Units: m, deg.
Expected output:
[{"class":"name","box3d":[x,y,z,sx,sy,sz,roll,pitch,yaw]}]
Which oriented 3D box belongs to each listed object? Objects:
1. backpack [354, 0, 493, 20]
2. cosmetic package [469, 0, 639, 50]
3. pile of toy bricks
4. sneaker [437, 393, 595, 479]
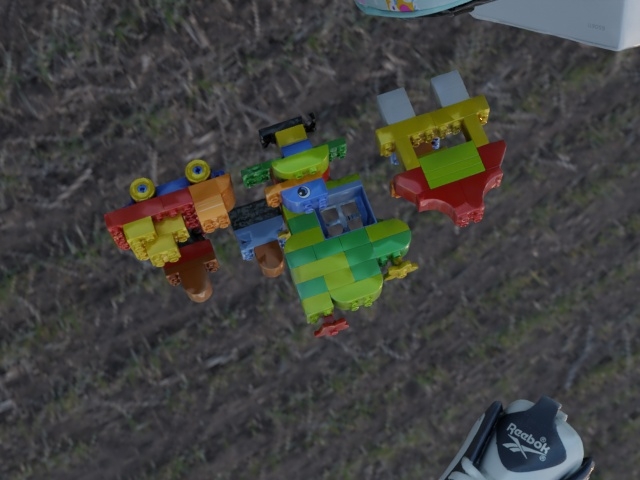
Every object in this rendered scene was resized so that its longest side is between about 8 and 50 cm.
[{"class":"backpack","box3d":[0.076,-0.184,0.494,0.188,0.166,0.144,-38,117,-2]},{"class":"cosmetic package","box3d":[0.236,-0.268,0.806,0.225,0.138,0.224,-19,122,-40]},{"class":"pile of toy bricks","box3d":[0.000,0.000,0.635,0.212,0.105,0.118,-19,161,-4]},{"class":"sneaker","box3d":[0.116,0.181,0.799,0.235,0.094,0.153,-11,129,-53]}]
